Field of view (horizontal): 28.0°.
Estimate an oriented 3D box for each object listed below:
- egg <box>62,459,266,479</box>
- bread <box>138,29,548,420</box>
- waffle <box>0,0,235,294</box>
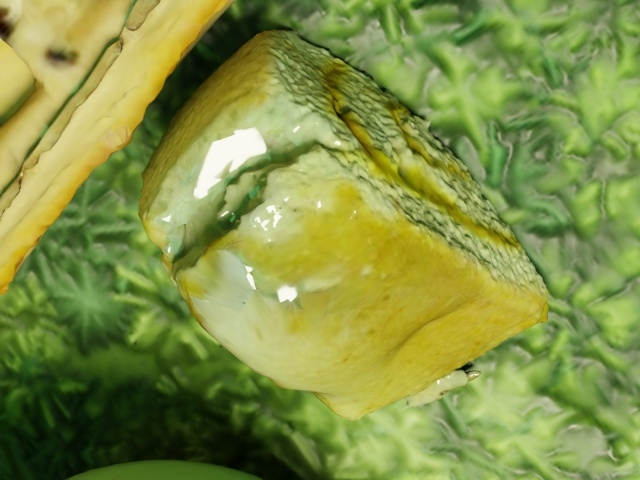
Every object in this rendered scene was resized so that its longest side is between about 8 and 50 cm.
[{"bbox_3d":[-0.057,0.216,0.466,0.220,0.220,0.270,-2,84,17],"label":"egg"},{"bbox_3d":[0.004,0.004,0.455,0.156,0.110,0.103,44,107,-1],"label":"bread"},{"bbox_3d":[-0.185,-0.090,0.476,0.261,0.114,0.376,45,112,0],"label":"waffle"}]
